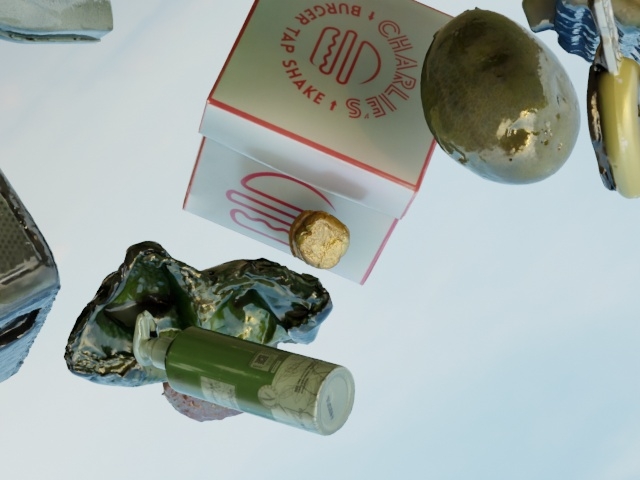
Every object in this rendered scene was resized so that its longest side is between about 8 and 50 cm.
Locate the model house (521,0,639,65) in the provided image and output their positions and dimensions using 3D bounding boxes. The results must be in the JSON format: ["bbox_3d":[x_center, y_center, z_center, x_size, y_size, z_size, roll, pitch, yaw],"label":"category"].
[{"bbox_3d":[0.375,-0.355,1.444,0.400,0.445,0.395,-14,180,12],"label":"model house"}]

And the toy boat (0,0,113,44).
[{"bbox_3d":[-0.375,-0.312,1.812,0.092,0.141,0.319,-23,178,25],"label":"toy boat"}]

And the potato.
[{"bbox_3d":[0.216,-0.173,1.759,0.178,0.235,0.160,1,155,-38],"label":"potato"}]

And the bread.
[{"bbox_3d":[0.000,0.000,1.926,0.083,0.081,0.046,-2,-167,-13],"label":"bread"}]

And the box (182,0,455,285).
[{"bbox_3d":[0.006,-0.171,2.064,0.300,0.312,0.314,116,-3,-58],"label":"box"}]

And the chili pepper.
[{"bbox_3d":[-0.128,0.070,1.447,0.264,0.116,0.148,-13,160,-8],"label":"chili pepper"}]

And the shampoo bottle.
[{"bbox_3d":[-0.072,0.109,1.215,0.204,0.065,0.065,12,-129,32],"label":"shampoo bottle"}]

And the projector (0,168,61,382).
[{"bbox_3d":[-0.537,-0.004,1.753,0.242,0.405,0.395,-31,171,-28],"label":"projector"}]

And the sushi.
[{"bbox_3d":[-0.132,0.176,2.075,0.107,0.161,0.241,-14,169,33],"label":"sushi"}]

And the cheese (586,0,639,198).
[{"bbox_3d":[0.223,-0.116,1.082,0.036,0.162,0.086,-3,-145,29],"label":"cheese"}]
